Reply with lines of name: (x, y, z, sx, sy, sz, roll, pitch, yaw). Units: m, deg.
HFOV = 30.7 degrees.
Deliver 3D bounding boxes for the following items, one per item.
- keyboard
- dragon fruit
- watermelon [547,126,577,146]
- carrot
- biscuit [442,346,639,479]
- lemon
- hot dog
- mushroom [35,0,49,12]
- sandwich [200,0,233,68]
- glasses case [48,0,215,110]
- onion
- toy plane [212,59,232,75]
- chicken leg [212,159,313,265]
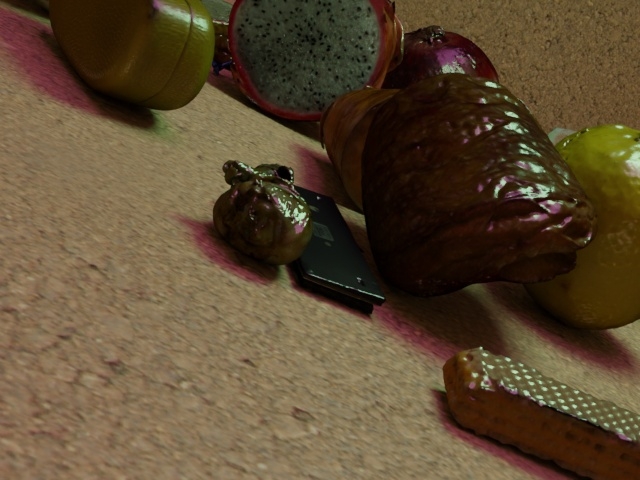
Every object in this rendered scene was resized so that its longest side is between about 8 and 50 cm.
keyboard: (0.000, 0.000, 1.335, 0.106, 0.027, 0.317, 20, 16, -16)
dragon fruit: (-0.002, -0.338, 1.996, 0.305, 0.305, 0.226, 29, 8, 4)
watermelon: (0.569, -0.077, 2.437, 0.175, 0.188, 0.322, -27, 47, -14)
carrot: (0.088, -0.152, 1.704, 0.196, 0.196, 0.254, 22, 12, -22)
biscuit: (0.291, 0.198, 1.102, 0.379, 0.054, 0.094, 23, 16, -10)
lemon: (0.382, -0.015, 1.574, 0.261, 0.284, 0.260, 10, 58, -16)
hot dog: (0.182, -0.055, 1.390, 0.267, 0.174, 0.387, -11, 33, 0)
mushroom: (-0.412, -0.526, 1.844, 0.356, 0.315, 0.315, 46, 20, 17)
sandwich: (-0.166, -0.390, 2.240, 0.226, 0.087, 0.251, 27, 16, -19)
glasses case: (-0.253, -0.289, 1.569, 0.141, 0.173, 0.371, 16, 21, -35)
onion: (0.213, -0.305, 2.313, 0.276, 0.276, 0.276, 26, 15, -7)
toy plane: (-0.127, -0.328, 2.079, 0.167, 0.062, 0.054, -24, 85, -31)
chicken leg: (-0.064, -0.041, 1.242, 0.103, 0.088, 0.227, 10, 22, -13)
